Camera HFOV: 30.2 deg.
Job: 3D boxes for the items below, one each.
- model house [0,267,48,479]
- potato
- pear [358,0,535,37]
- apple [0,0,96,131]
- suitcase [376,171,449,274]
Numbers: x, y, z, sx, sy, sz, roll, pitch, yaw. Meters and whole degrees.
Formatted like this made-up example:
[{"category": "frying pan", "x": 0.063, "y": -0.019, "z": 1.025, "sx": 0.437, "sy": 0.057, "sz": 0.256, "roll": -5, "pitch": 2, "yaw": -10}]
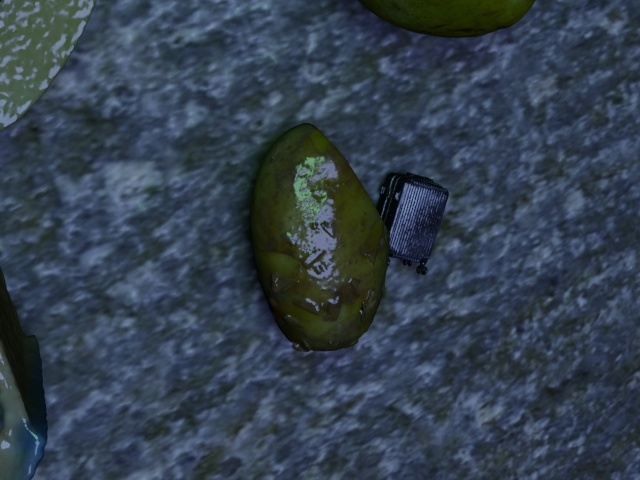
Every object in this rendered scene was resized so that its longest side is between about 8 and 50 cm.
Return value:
[{"category": "model house", "x": -0.478, "y": 0.194, "z": 1.217, "sx": 0.382, "sy": 0.334, "sz": 0.343, "roll": -16, "pitch": 109, "yaw": -10}, {"category": "potato", "x": 0.000, "y": 0.000, "z": 1.492, "sx": 0.176, "sy": 0.141, "sz": 0.298, "roll": -18, "pitch": 112, "yaw": -30}, {"category": "pear", "x": 0.133, "y": -0.375, "z": 1.397, "sx": 0.253, "sy": 0.253, "sz": 0.307, "roll": -51, "pitch": 131, "yaw": -5}, {"category": "apple", "x": -0.402, "y": -0.289, "z": 1.136, "sx": 0.320, "sy": 0.311, "sz": 0.360, "roll": 20, "pitch": 105, "yaw": 13}, {"category": "suitcase", "x": 0.117, "y": -0.026, "z": 1.587, "sx": 0.086, "sy": 0.059, "sz": 0.126, "roll": 12, "pitch": 99, "yaw": -30}]
